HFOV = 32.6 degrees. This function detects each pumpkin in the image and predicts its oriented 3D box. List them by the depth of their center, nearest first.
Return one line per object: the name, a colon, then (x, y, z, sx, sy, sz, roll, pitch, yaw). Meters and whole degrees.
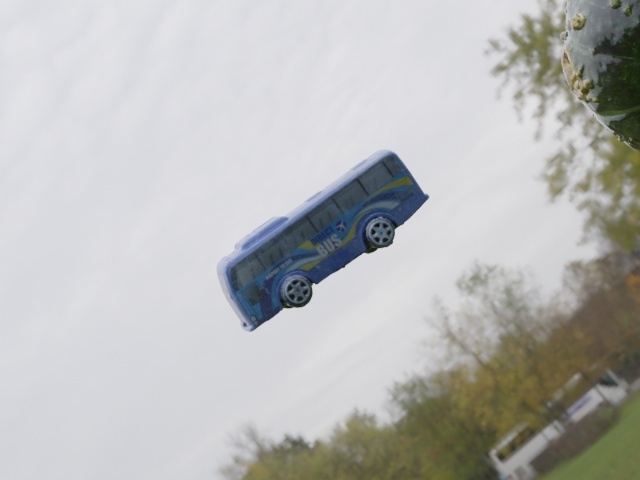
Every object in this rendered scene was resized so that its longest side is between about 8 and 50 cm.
pumpkin: (0.260, -0.148, 0.767, 0.190, 0.190, 0.146, -45, -1, 18)

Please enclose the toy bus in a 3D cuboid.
toy bus: (-0.002, -0.001, 1.148, 0.236, 0.094, 0.079, -35, 1, -11)
